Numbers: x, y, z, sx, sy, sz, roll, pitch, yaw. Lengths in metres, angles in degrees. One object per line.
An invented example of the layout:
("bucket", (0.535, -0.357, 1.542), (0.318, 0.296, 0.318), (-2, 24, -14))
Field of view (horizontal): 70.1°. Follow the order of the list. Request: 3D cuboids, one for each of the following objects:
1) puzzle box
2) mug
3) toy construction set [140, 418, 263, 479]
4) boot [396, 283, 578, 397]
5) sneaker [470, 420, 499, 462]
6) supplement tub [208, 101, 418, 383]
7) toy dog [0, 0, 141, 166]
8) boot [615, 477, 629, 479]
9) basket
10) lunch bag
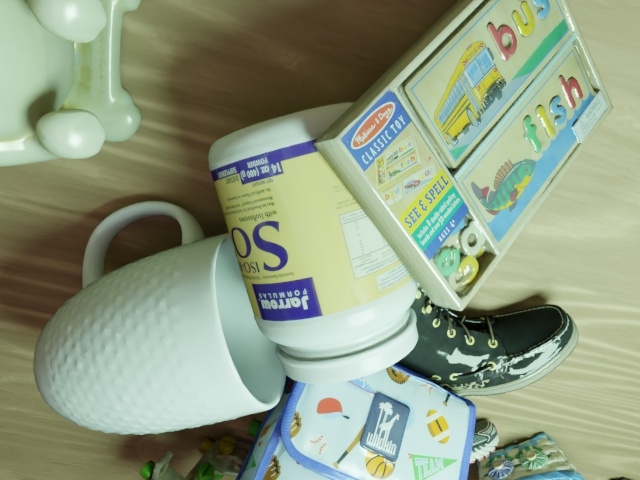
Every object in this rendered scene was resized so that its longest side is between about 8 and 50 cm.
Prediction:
("puzzle box", (0.211, -0.151, 0.581), (0.409, 0.052, 0.272), (-48, 113, -17))
("mug", (-0.266, 0.116, 0.739), (0.328, 0.276, 0.374), (-16, 78, 9))
("toy construction set", (-0.262, 0.543, 1.030), (0.237, 0.257, 0.309), (21, 141, 9))
("boot", (0.235, 0.147, 0.826), (0.377, 0.138, 0.284), (-25, 116, 22))
("sneaker", (0.244, 0.423, 0.992), (0.299, 0.121, 0.112), (-2, 77, -10))
("supplement tub", (0.000, 0.000, 0.641), (0.241, 0.241, 0.331), (-14, 98, 8))
("toy dog", (-0.402, -0.226, 0.472), (0.395, 0.408, 0.284), (21, 116, -11))
("boot", (0.753, 0.639, 1.144), (0.087, 0.042, 0.118), (5, 117, 5))
("basket", (0.461, 0.583, 0.969), (0.255, 0.289, 0.201), (-27, 115, 13))
("lunch bag", (0.048, 0.386, 0.788), (0.328, 0.239, 0.385), (26, 93, -6))
